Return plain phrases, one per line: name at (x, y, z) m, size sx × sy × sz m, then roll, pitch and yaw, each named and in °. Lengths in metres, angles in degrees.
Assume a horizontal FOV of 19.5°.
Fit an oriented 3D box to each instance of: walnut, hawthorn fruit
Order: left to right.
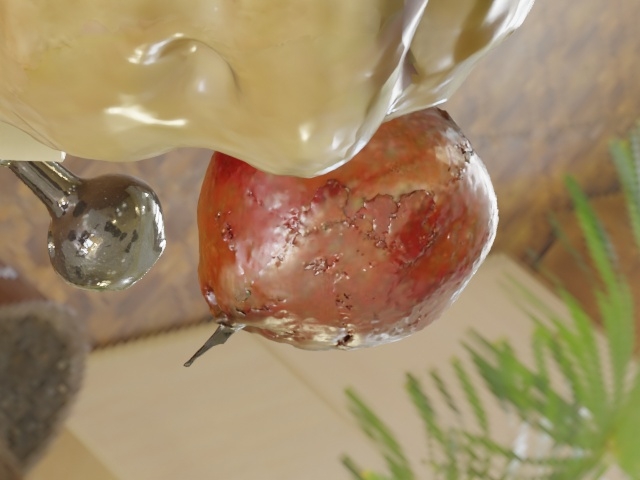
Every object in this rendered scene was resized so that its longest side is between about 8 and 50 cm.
walnut at (-0.054, -0.214, 0.805) m, size 0.383 × 0.383 × 0.383 m, roll -37°, pitch 153°, yaw -23°
hawthorn fruit at (0.000, 0.000, 1.194) m, size 0.235 × 0.181 × 0.181 m, roll -43°, pitch 155°, yaw -20°

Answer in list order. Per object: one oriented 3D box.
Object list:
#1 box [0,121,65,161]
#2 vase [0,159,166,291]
box at (-0.198, -0.180, 1.219) m, size 0.212 × 0.095 × 0.168 m, roll 95°, pitch 2°, yaw -54°
vase at (-0.229, -0.037, 1.715) m, size 0.120 × 0.183 × 0.120 m, roll -39°, pitch -161°, yaw 17°
